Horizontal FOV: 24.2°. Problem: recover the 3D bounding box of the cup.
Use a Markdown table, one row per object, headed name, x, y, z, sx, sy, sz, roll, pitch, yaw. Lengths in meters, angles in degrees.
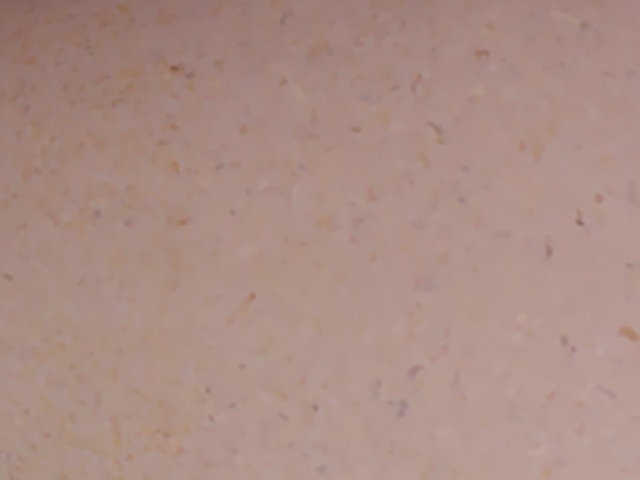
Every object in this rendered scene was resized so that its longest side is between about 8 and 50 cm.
| name | x | y | z | sx | sy | sz | roll | pitch | yaw |
| --- | --- | --- | --- | --- | --- | --- | --- | --- | --- |
| cup | 0.000 | 0.000 | 0.436 | 0.236 | 0.331 | 0.331 | 3 | 128 | -15 |
